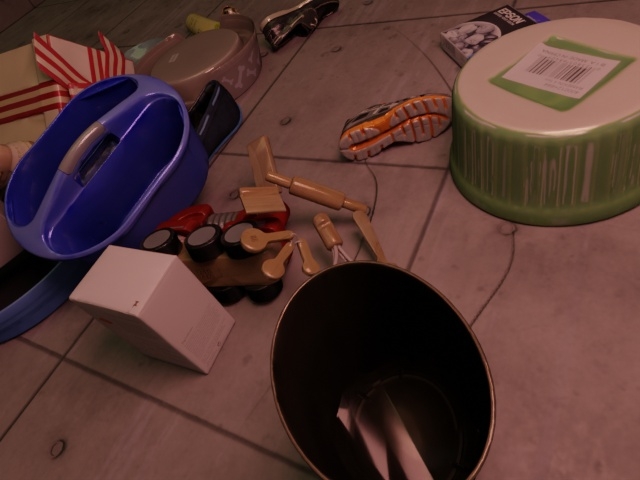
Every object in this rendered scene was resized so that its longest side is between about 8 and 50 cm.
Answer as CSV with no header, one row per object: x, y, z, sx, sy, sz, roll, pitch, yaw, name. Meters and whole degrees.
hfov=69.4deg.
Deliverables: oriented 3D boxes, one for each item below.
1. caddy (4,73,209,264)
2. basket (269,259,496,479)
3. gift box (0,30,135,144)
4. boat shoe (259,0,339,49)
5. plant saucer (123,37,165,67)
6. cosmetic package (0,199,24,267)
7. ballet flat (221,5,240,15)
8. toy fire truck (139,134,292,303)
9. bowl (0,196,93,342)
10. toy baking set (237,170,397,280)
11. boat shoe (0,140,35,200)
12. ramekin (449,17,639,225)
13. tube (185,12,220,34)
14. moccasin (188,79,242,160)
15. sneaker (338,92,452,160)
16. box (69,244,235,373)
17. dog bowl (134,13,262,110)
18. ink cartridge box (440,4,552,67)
-0.348,-0.114,0.764,0.242,0.179,0.341,28,76,15,caddy
0.072,0.160,0.422,0.154,0.226,0.204,-29,45,-2,basket
-0.554,-0.308,1.009,0.259,0.276,0.255,-4,11,22,gift box
-0.044,-0.582,1.234,0.233,0.084,0.079,-31,84,-14,boat shoe
-0.555,-0.565,1.448,0.195,0.037,0.194,-12,47,13,plant saucer
-0.661,0.026,0.833,0.238,0.107,0.127,-47,47,-14,cosmetic package
-0.253,-0.642,1.365,0.073,0.067,0.206,-31,47,-6,ballet flat
-0.148,-0.039,0.758,0.217,0.158,0.246,-4,38,21,toy fire truck
-0.610,0.034,0.928,0.392,0.077,0.390,-12,48,13,bowl
0.000,-0.006,0.660,0.257,0.030,0.196,16,51,-10,toy baking set
-0.692,-0.119,0.926,0.303,0.098,0.109,-19,89,24,boat shoe
0.333,-0.181,0.659,0.304,0.148,0.303,-12,48,13,ramekin
-0.337,-0.633,1.396,0.062,0.070,0.240,-28,46,-20,tube
-0.301,-0.205,0.973,0.138,0.116,0.341,8,55,28,moccasin
0.132,-0.218,0.826,0.215,0.084,0.083,-15,42,12,sneaker
-0.224,0.097,0.642,0.130,0.170,0.090,7,55,27,box
-0.311,-0.447,1.198,0.349,0.102,0.348,-12,47,13,dog bowl
0.371,-0.389,0.896,0.209,0.045,0.206,-21,46,3,ink cartridge box
